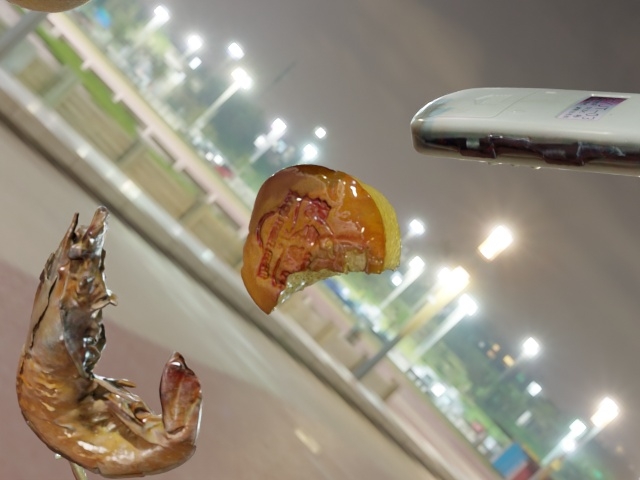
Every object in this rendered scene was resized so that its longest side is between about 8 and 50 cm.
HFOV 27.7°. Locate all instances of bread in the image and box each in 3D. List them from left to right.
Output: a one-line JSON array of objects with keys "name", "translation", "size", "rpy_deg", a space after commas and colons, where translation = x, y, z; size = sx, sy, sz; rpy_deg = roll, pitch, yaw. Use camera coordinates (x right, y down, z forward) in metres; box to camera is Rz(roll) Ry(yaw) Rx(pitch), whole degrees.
[{"name": "bread", "translation": [-0.005, -0.009, 1.232], "size": [0.086, 0.156, 0.125], "rpy_deg": [-1, 72, -63]}]

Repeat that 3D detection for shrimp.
[{"name": "shrimp", "translation": [-0.146, 0.081, 0.916], "size": [0.144, 0.052, 0.251], "rpy_deg": [18, -46, 7]}]

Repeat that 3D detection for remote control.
[{"name": "remote control", "translation": [0.232, -0.106, 1.247], "size": [0.296, 0.140, 0.056], "rpy_deg": [7, -67, 35]}]

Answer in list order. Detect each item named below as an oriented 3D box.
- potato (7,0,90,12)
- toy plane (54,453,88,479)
[{"name": "potato", "translation": [-0.182, -0.267, 0.719], "size": [0.141, 0.191, 0.296], "rpy_deg": [14, -33, 26]}, {"name": "toy plane", "translation": [-0.167, 0.289, 1.134], "size": [0.256, 0.104, 0.241], "rpy_deg": [111, -47, -86]}]
